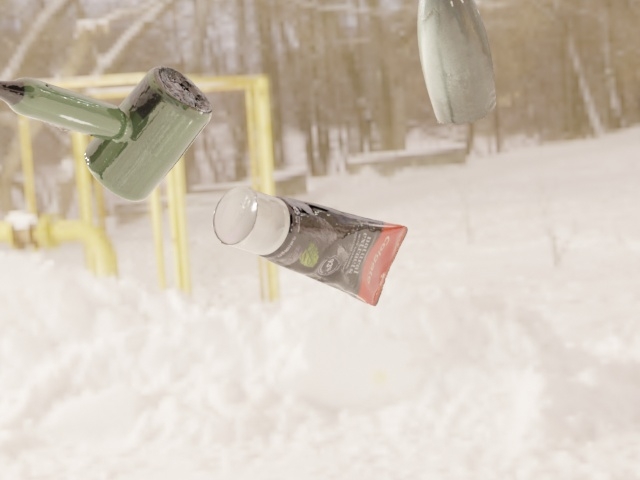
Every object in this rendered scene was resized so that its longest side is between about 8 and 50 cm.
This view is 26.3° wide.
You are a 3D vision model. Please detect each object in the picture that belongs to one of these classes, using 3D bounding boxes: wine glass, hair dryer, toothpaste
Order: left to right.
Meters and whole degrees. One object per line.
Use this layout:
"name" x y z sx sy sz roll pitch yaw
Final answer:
"hair dryer" -0.132 -0.072 0.754 0.150 0.071 0.047 16 32 -48
"toothpaste" 0.000 0.000 1.053 0.045 0.071 0.193 26 3 42
"wine glass" 0.099 -0.189 1.076 0.066 0.198 0.066 -12 25 6
